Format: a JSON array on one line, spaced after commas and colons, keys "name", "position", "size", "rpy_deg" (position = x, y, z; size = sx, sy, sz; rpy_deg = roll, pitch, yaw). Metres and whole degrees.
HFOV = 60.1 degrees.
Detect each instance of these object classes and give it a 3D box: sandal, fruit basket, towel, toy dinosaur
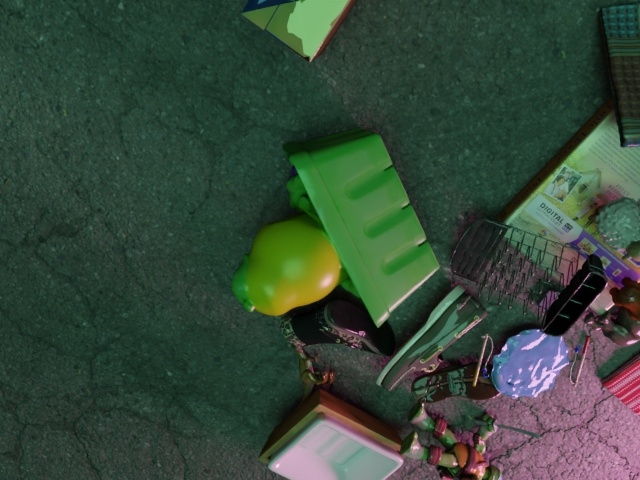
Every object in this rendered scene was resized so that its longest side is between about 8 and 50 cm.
[{"name": "sandal", "position": [0.315, 0.329, 1.285], "size": [0.219, 0.060, 0.090], "rpy_deg": [-10, 96, -1]}, {"name": "fruit basket", "position": [0.000, 0.000, 1.066], "size": [0.391, 0.283, 0.392], "rpy_deg": [-2, 106, -7]}, {"name": "towel", "position": [0.811, 0.345, 1.257], "size": [0.274, 0.031, 0.199], "rpy_deg": [38, 113, -8]}, {"name": "toy dinosaur", "position": [-0.027, 0.333, 1.339], "size": [0.112, 0.064, 0.212], "rpy_deg": [2, 104, 25]}, {"name": "towel", "position": [0.683, -0.299, 0.927], "size": [0.369, 0.040, 0.272], "rpy_deg": [-4, 76, 8]}]

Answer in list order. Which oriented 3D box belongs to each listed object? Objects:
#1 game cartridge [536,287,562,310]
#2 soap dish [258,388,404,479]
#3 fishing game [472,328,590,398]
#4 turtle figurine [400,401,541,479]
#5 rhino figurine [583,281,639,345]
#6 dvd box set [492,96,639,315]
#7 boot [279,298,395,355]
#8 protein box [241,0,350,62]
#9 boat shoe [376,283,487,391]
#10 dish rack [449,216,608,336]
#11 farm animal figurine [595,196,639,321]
[{"name": "game cartridge", "position": [0.524, 0.139, 1.212], "size": [0.083, 0.017, 0.056], "rpy_deg": [26, 116, -4]}, {"name": "soap dish", "position": [0.033, 0.494, 1.330], "size": [0.290, 0.118, 0.229], "rpy_deg": [33, 113, -24]}, {"name": "fishing game", "position": [0.472, 0.277, 1.253], "size": [0.263, 0.041, 0.189], "rpy_deg": [-1, 111, -8]}, {"name": "turtle figurine", "position": [0.341, 0.480, 1.280], "size": [0.266, 0.275, 0.198], "rpy_deg": [28, 78, -1]}, {"name": "rhino figurine", "position": [0.684, 0.125, 1.158], "size": [0.106, 0.073, 0.243], "rpy_deg": [38, 110, -6]}, {"name": "dvd box set", "position": [0.594, -0.089, 1.086], "size": [0.307, 0.062, 0.420], "rpy_deg": [35, 112, -8]}, {"name": "boot", "position": [0.041, 0.209, 1.261], "size": [0.178, 0.085, 0.236], "rpy_deg": [-19, 141, 39]}, {"name": "protein box", "position": [-0.008, -0.432, 0.936], "size": [0.136, 0.201, 0.200], "rpy_deg": [34, 112, -8]}, {"name": "boat shoe", "position": [0.239, 0.235, 1.225], "size": [0.091, 0.109, 0.305], "rpy_deg": [41, 109, 12]}, {"name": "dish rack", "position": [0.400, 0.067, 1.113], "size": [0.271, 0.074, 0.208], "rpy_deg": [22, 137, 8]}, {"name": "farm animal figurine", "position": [0.701, 0.036, 0.992], "size": [0.330, 0.172, 0.327], "rpy_deg": [-20, 106, 13]}]
